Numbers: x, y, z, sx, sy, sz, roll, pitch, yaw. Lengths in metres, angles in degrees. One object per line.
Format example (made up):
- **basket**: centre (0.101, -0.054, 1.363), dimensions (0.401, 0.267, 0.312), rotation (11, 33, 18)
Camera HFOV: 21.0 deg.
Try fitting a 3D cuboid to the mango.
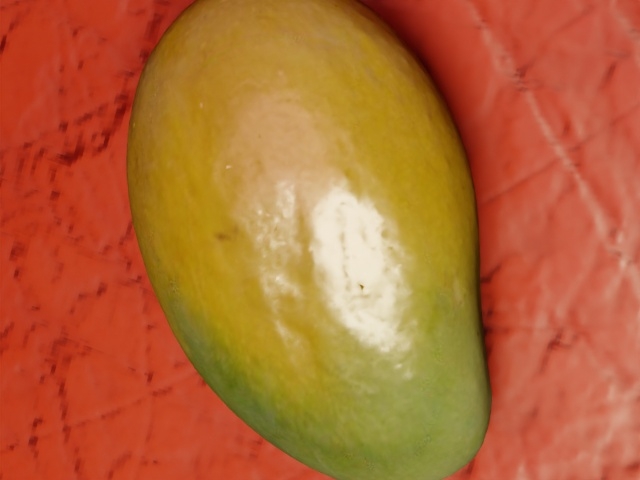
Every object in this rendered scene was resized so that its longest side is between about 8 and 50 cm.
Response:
- **mango**: centre (0.000, 0.000, 0.624), dimensions (0.130, 0.092, 0.194), rotation (-29, 93, 18)
